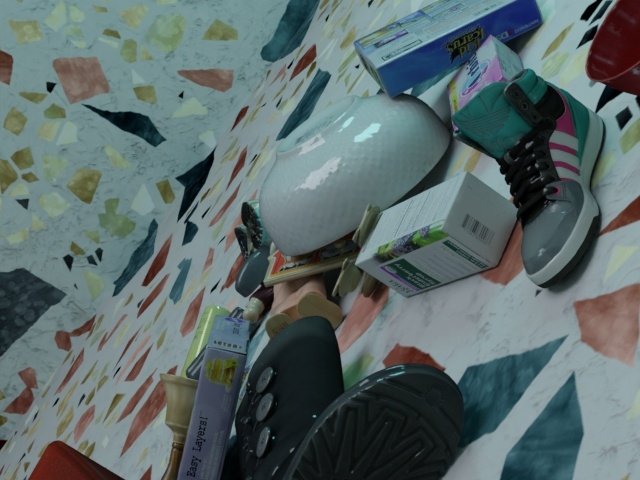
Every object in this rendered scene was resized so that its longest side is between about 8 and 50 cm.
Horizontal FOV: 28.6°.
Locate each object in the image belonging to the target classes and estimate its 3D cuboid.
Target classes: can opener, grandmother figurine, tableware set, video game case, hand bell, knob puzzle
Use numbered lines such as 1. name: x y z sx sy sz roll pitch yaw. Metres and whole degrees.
1. can opener: -0.163 0.138 2.314 0.283 0.095 0.076 -51 14 -7
2. grandmother figurine: -0.040 0.075 2.094 0.207 0.104 0.342 -24 20 9
3. tableware set: 0.068 0.017 1.821 0.168 0.020 0.141 6 -77 -69
4. video game case: -0.153 0.272 2.173 0.087 0.011 0.122 -35 26 54
5. video game case: 0.201 -0.336 2.041 0.269 0.061 0.244 -26 20 2
6. hand bell: -0.242 0.356 2.121 0.126 0.126 0.242 -13 61 68
7. knob puzzle: 0.000 0.000 2.051 0.213 0.030 0.213 -19 21 8

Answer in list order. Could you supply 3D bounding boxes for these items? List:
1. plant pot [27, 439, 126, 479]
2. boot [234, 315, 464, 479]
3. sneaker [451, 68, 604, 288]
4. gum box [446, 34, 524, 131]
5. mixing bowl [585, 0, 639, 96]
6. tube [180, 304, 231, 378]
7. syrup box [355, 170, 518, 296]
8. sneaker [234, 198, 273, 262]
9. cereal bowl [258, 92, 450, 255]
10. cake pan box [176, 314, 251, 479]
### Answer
1. plant pot: -0.308 0.481 1.814 0.235 0.267 0.267 3 60 57
2. boot: 0.016 0.215 1.583 0.367 0.146 0.445 -50 12 15
3. sneaker: 0.232 -0.095 1.449 0.124 0.178 0.295 -42 21 40
4. gum box: 0.249 -0.217 1.859 0.107 0.062 0.188 -49 17 23
5. mixing bowl: 0.390 -0.223 1.383 0.181 0.098 0.181 -51 17 22
6. tube: -0.234 0.239 2.404 0.070 0.062 0.240 71 -145 -57
7. syrup box: 0.150 -0.003 1.667 0.237 0.093 0.096 -27 33 60
8. sneaker: -0.088 -0.009 2.423 0.122 0.110 0.283 -18 -13 -15
9. cereal bowl: 0.033 -0.131 2.008 0.339 0.141 0.339 -33 16 11
10. cake pan box: -0.162 0.254 1.921 0.267 0.070 0.246 -100 25 -82
